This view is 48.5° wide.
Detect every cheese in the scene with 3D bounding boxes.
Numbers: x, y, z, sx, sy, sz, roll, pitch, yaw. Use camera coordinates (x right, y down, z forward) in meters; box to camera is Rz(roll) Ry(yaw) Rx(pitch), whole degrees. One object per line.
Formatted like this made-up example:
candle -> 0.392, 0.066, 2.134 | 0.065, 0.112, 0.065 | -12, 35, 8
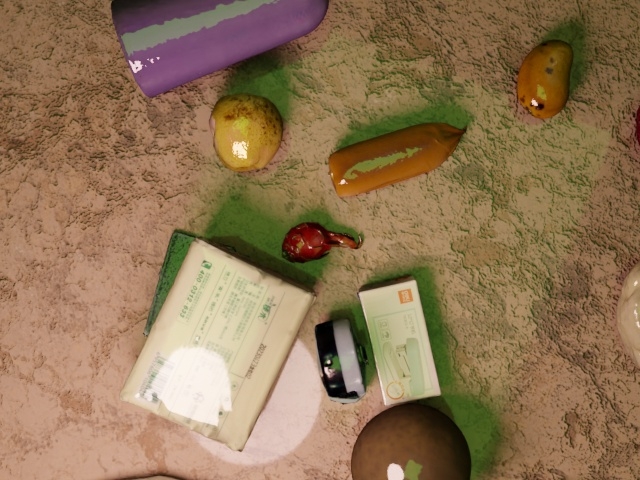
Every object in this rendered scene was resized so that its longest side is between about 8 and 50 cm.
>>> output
cheese -> 0.808, 0.159, 1.527 | 0.326, 0.115, 0.318 | -28, 89, 2

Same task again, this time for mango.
mango -> 0.488, -0.354, 1.549 | 0.115, 0.090, 0.178 | 9, 88, -7

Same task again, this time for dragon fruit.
dragon fruit -> 0.000, 0.000, 1.593 | 0.191, 0.094, 0.094 | -9, 90, -18

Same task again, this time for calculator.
calculator -> -0.300, 0.118, 1.634 | 0.161, 0.021, 0.261 | 18, 91, 3

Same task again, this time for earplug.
earplug -> -0.201, -0.478, 1.537 | 0.456, 0.215, 0.215 | -18, 90, 0

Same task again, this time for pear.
pear -> -0.166, -0.234, 1.550 | 0.178, 0.178, 0.178 | 0, 91, 3

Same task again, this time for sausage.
sausage -> 0.175, -0.187, 1.564 | 0.328, 0.112, 0.112 | -18, 90, 1

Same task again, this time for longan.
longan -> 0.188, 0.470, 1.508 | 0.258, 0.258, 0.258 | 0, 91, 3

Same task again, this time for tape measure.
tape measure -> 0.047, 0.259, 1.536 | 0.107, 0.181, 0.182 | -12, 89, 0

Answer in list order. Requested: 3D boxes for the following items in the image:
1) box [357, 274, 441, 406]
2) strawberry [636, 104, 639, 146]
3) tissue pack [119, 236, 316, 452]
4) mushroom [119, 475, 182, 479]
box -> 0.172, 0.221, 1.579 | 0.135, 0.079, 0.269 | -12, 90, 3
strawberry -> 0.798, -0.228, 1.469 | 0.274, 0.220, 0.274 | 0, 91, 7
tissue pack -> -0.213, 0.213, 1.522 | 0.297, 0.207, 0.380 | 27, 90, -5
mushroom -> -0.429, 0.597, 1.612 | 0.351, 0.097, 0.109 | -11, 91, 1
